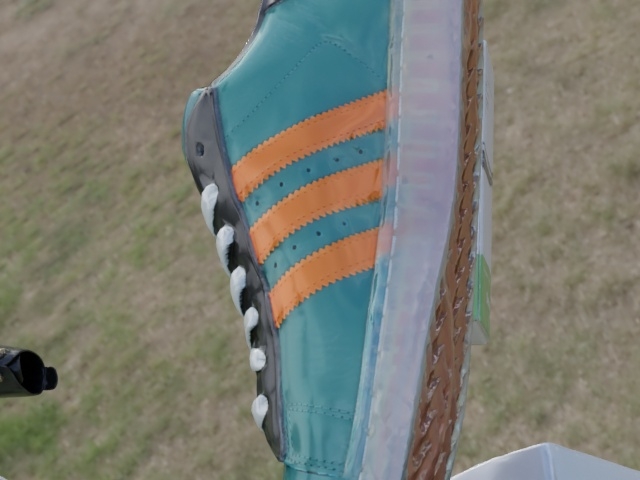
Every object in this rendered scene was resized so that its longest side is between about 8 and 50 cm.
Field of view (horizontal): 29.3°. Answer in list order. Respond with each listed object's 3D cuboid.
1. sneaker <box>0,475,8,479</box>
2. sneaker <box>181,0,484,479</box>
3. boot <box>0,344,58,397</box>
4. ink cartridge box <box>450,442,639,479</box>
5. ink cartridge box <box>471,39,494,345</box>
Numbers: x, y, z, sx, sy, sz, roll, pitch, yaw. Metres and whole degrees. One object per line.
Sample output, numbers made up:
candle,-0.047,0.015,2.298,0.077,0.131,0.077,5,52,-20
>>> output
sneaker,-0.428,0.369,1.290,0.169,0.447,0.257,-10,32,-41
sneaker,0.000,0.000,0.509,0.121,0.108,0.302,1,67,15
boot,-0.324,0.099,1.020,0.137,0.198,0.077,-3,81,18
ink cartridge box,0.206,0.286,0.606,0.091,0.385,0.308,-28,57,34
ink cartridge box,0.051,-0.037,0.935,0.160,0.092,0.219,0,74,14
